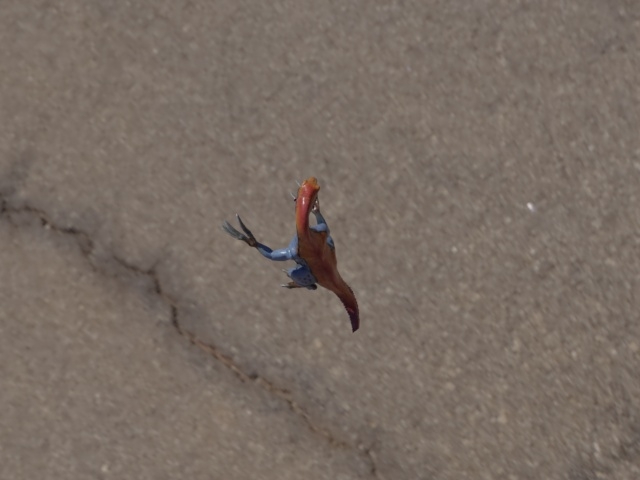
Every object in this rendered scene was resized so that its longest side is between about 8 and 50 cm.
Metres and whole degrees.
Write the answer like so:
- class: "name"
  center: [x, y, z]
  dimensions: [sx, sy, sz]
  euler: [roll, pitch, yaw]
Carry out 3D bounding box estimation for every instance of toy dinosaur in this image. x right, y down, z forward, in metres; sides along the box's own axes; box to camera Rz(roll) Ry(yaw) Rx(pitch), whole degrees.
- class: "toy dinosaur"
  center: [0.000, 0.000, 0.625]
  dimensions: [0.090, 0.082, 0.047]
  euler: [34, 77, -4]
